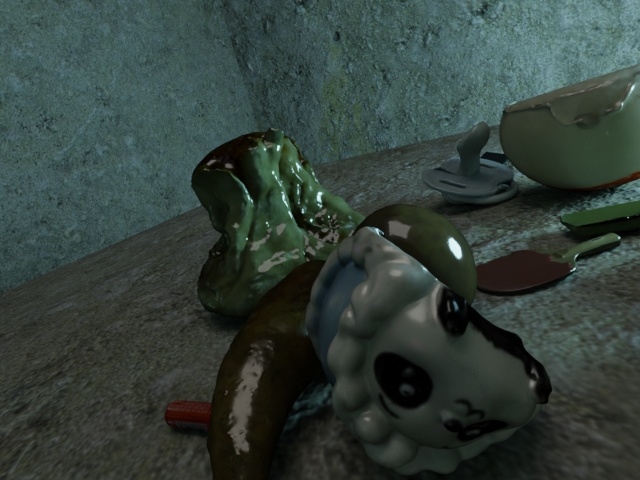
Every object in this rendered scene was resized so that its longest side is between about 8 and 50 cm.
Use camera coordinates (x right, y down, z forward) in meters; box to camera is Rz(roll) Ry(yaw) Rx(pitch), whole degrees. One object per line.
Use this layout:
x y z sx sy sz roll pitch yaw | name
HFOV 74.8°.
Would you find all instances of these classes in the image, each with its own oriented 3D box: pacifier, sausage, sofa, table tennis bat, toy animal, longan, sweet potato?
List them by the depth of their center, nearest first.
0.078 0.106 0.387 0.156 0.208 0.204 -51 17 5 | toy animal
-0.139 0.210 0.499 0.129 0.034 0.034 -9 17 27 | sausage
-0.037 0.130 0.511 0.130 0.131 0.423 -10 18 19 | sweet potato
0.127 0.042 0.590 0.159 0.185 0.204 -45 -22 -11 | longan
0.350 0.033 0.655 0.234 0.022 0.131 -18 15 -2 | table tennis bat
0.402 -0.205 1.085 0.227 0.207 0.279 21 36 37 | pacifier
0.545 -0.233 1.325 0.085 0.060 0.147 14 29 28 | sofa

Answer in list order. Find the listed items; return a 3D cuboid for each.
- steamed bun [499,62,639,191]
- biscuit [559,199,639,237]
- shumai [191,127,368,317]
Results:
0.599 -0.235 0.915 0.374 0.241 0.374 -19 13 4 | steamed bun
0.577 -0.052 0.688 0.322 0.038 0.099 -12 13 16 | biscuit
-0.085 -0.055 0.832 0.397 0.323 0.324 -22 15 -19 | shumai
